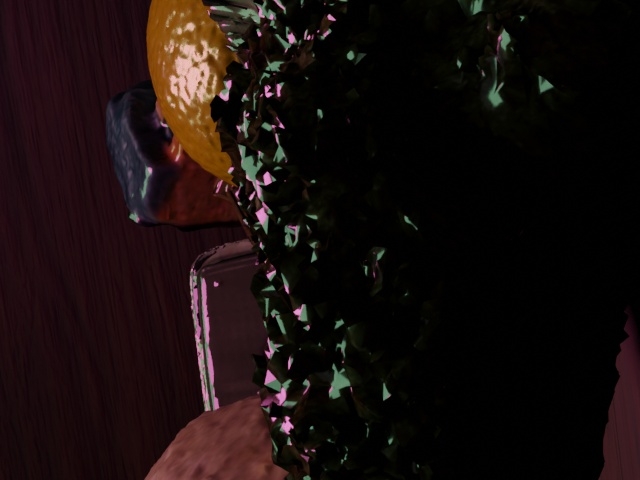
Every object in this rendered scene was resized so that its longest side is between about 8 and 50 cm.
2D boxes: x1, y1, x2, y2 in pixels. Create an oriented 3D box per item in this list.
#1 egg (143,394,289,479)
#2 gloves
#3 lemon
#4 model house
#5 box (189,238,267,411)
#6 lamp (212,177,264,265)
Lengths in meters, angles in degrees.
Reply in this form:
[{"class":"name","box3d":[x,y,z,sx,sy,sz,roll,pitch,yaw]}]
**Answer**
[{"class":"egg","box3d":[-0.005,0.228,1.104,0.310,0.279,0.279,-136,35,-63]},{"class":"gloves","box3d":[0.036,-0.018,0.551,0.312,0.135,0.210,-100,2,-45]},{"class":"lemon","box3d":[-0.020,-0.130,1.095,0.187,0.187,0.244,83,-177,-50]},{"class":"model house","box3d":[-0.050,-0.170,1.501,0.184,0.253,0.291,-114,27,-42]},{"class":"box","box3d":[-0.010,0.134,1.673,0.166,0.220,0.290,18,-117,-76]},{"class":"lamp","box3d":[0.000,0.000,1.317,0.089,0.090,0.325,-64,24,16]}]
